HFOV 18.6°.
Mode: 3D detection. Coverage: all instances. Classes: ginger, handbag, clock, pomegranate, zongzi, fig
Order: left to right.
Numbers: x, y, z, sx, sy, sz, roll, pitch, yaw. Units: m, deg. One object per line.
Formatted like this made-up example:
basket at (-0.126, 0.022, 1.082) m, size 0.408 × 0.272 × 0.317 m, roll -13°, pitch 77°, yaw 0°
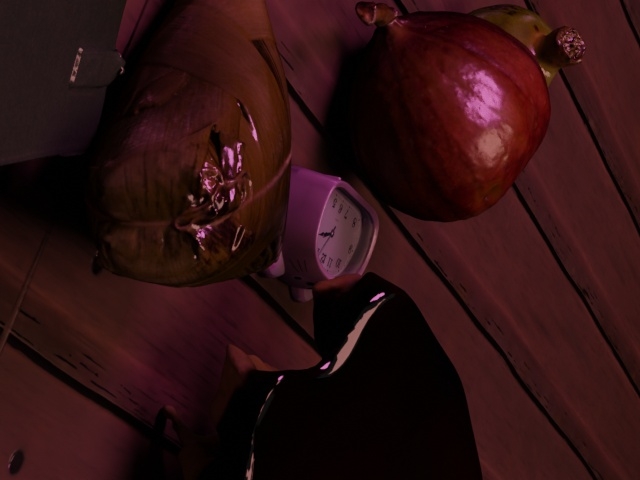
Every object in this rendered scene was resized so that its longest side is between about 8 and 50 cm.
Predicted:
handbag at (-0.197, -0.173, 1.266) m, size 0.260 × 0.079 × 0.248 m, roll -9°, pitch 113°, yaw -67°
zongzi at (-0.093, -0.115, 1.426) m, size 0.274 × 0.145 × 0.300 m, roll 21°, pitch 74°, yaw -86°
ginger at (-0.039, 0.234, 1.749) m, size 0.358 × 0.211 × 0.413 m, roll -31°, pitch 123°, yaw -40°
clock at (0.000, 0.000, 1.821) m, size 0.152 × 0.050 × 0.110 m, roll 40°, pitch 68°, yaw -64°
fig at (0.098, -0.148, 1.838) m, size 0.204 × 0.186 × 0.249 m, roll -45°, pitch 111°, yaw -26°
pomegranate at (0.182, -0.184, 2.011) m, size 0.169 × 0.122 × 0.143 m, roll -41°, pitch -161°, yaw 54°
